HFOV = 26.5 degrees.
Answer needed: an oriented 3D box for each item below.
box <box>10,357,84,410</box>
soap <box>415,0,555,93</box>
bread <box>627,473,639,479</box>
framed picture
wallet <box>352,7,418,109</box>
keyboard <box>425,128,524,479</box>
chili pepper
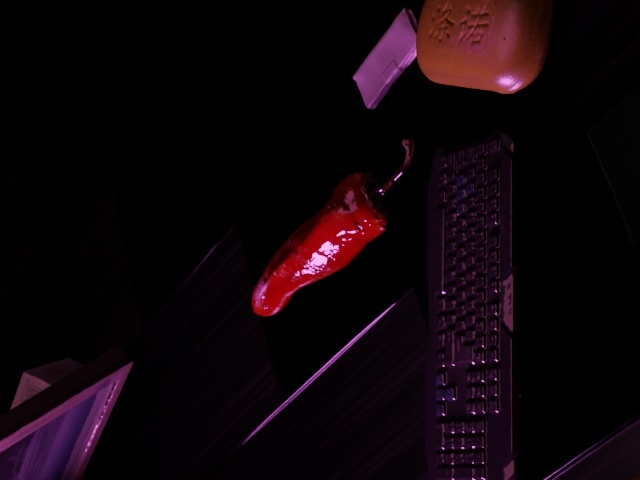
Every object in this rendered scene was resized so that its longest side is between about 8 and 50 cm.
[{"bbox_3d":[-0.306,0.210,1.476,0.048,0.100,0.152,22,100,17],"label":"box"},{"bbox_3d":[0.119,-0.158,1.016,0.140,0.045,0.089,18,101,55],"label":"soap"},{"bbox_3d":[0.255,0.245,0.650,0.323,0.143,0.333,-39,52,42],"label":"bread"},{"bbox_3d":[-0.357,0.338,1.380,0.028,0.326,0.446,31,114,13],"label":"framed picture"},{"bbox_3d":[0.056,-0.151,1.133,0.083,0.011,0.044,-50,46,36],"label":"wallet"},{"bbox_3d":[0.112,0.052,1.003,0.106,0.016,0.262,-14,72,53],"label":"keyboard"},{"bbox_3d":[0.000,0.000,1.146,0.268,0.050,0.059,-42,66,43],"label":"chili pepper"}]
